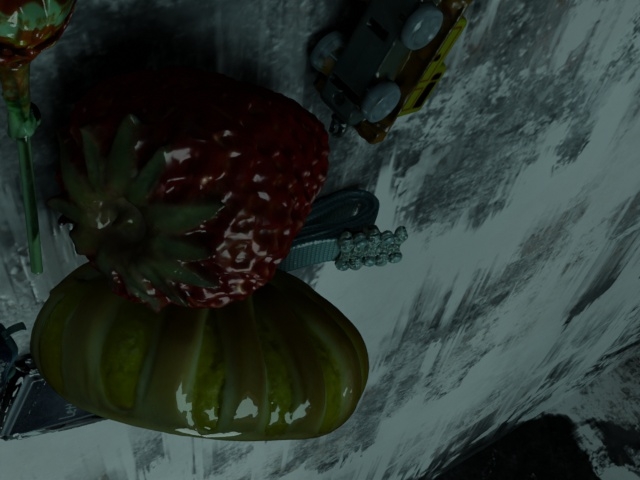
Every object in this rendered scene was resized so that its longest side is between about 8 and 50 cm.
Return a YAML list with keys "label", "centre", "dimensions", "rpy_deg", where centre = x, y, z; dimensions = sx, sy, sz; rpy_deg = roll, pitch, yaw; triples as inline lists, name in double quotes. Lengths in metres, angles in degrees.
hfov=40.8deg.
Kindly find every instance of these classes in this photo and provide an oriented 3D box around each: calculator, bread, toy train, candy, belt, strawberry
- label: "calculator"
  centre: [-0.250, 0.169, 1.034]
  dimensions: [0.274, 0.028, 0.166]
  rpy_deg: [-8, 145, -40]
- label: "bread"
  centre: [-0.100, 0.095, 0.842]
  dimensions: [0.333, 0.332, 0.160]
  rpy_deg: [10, 90, -55]
- label: "toy train"
  centre: [0.073, -0.183, 0.786]
  dimensions: [0.127, 0.089, 0.219]
  rpy_deg: [-21, 151, -48]
- label: "candy"
  centre: [-0.203, -0.078, 0.592]
  dimensions: [0.078, 0.084, 0.288]
  rpy_deg: [-63, 167, -46]
- label: "belt"
  centre: [-0.001, 0.003, 0.983]
  dimensions: [0.179, 0.100, 0.065]
  rpy_deg: [-20, 146, -23]
- label: "strawberry"
  centre: [-0.085, -0.056, 0.711]
  dimensions: [0.244, 0.205, 0.205]
  rpy_deg: [-37, 163, -51]

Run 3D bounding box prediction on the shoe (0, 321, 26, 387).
- label: "shoe"
  centre: [-0.332, 0.128, 0.839]
  dimensions: [0.071, 0.064, 0.143]
  rpy_deg: [-26, 154, -43]
